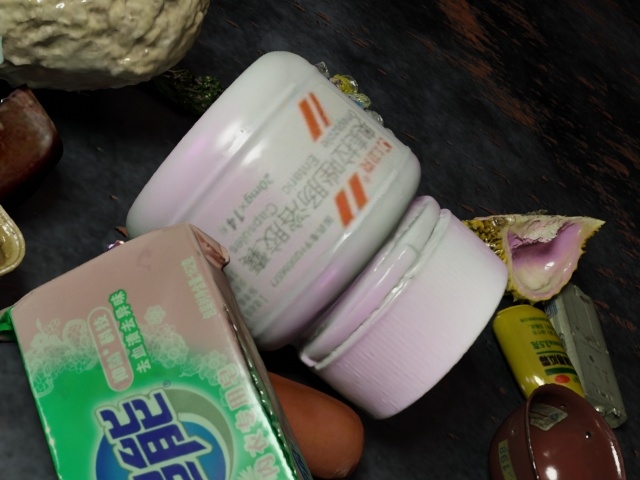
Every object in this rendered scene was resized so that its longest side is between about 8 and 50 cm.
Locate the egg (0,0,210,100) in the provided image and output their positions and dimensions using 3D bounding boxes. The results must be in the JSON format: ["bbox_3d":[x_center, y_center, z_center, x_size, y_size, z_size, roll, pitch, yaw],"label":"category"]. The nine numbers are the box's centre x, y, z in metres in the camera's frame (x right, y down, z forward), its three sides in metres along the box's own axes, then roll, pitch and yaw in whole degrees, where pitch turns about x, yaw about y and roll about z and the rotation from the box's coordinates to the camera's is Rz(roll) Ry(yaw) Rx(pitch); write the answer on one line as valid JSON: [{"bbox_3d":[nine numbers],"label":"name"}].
[{"bbox_3d":[-0.254,-0.270,0.859,0.311,0.279,0.279,12,38,0],"label":"egg"}]

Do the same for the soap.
[{"bbox_3d":[-0.115,0.134,0.662,0.273,0.218,0.098,64,3,27],"label":"soap"}]

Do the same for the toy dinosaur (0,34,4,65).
[{"bbox_3d":[-0.349,-0.091,0.668,0.206,0.092,0.392,1,40,11],"label":"toy dinosaur"}]

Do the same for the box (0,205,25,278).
[{"bbox_3d":[-0.304,0.009,0.655,0.111,0.111,0.177,48,34,7],"label":"box"}]

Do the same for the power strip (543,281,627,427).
[{"bbox_3d":[0.359,0.161,1.235,0.092,0.034,0.268,28,37,-23],"label":"power strip"}]

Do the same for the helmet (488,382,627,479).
[{"bbox_3d":[0.239,0.251,0.950,0.155,0.106,0.175,2,57,-42],"label":"helmet"}]

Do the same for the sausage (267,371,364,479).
[{"bbox_3d":[-0.042,0.156,0.795,0.194,0.077,0.077,27,37,-26],"label":"sausage"}]

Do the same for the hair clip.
[{"bbox_3d":[0.035,-0.169,1.259,0.172,0.049,0.116,49,47,-7],"label":"hair clip"}]

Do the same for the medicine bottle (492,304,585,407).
[{"bbox_3d":[0.289,0.197,1.099,0.095,0.064,0.260,12,46,-38],"label":"medicine bottle"}]

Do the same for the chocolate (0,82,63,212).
[{"bbox_3d":[-0.268,-0.077,0.786,0.080,0.125,0.148,53,27,-17],"label":"chocolate"}]

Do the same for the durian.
[{"bbox_3d":[0.279,0.001,1.244,0.165,0.132,0.182,39,44,13],"label":"durian"}]

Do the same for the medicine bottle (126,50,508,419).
[{"bbox_3d":[0.000,0.000,0.853,0.302,0.241,0.241,40,34,-5],"label":"medicine bottle"}]

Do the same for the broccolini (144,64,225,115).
[{"bbox_3d":[-0.222,-0.200,1.030,0.239,0.051,0.054,18,0,-24],"label":"broccolini"}]
